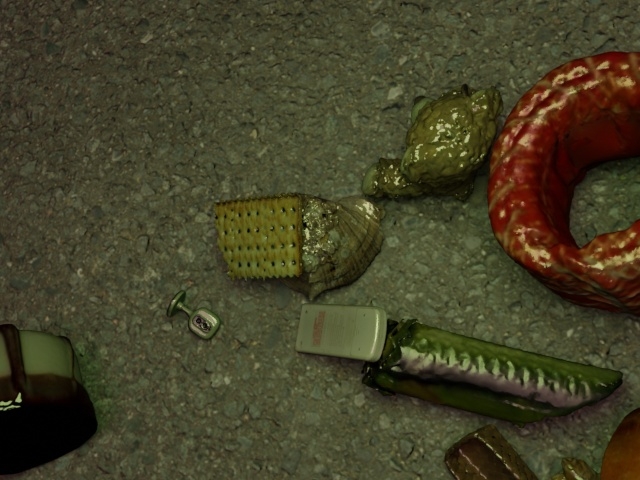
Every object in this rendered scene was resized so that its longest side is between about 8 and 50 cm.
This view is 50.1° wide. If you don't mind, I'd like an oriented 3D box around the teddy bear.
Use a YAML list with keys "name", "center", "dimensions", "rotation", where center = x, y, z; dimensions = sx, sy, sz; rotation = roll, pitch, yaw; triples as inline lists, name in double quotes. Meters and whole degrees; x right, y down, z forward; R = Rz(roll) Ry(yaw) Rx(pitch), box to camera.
- name: "teddy bear"
  center: [0.191, -0.148, 1.081]
  dimensions: [0.267, 0.256, 0.156]
  rotation: [-45, 78, -1]

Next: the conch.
- name: "conch"
  center: [0.000, 0.000, 1.162]
  dimensions: [0.245, 0.163, 0.178]
  rotation: [-16, 109, -9]

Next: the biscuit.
- name: "biscuit"
  center: [-0.105, -0.004, 1.123]
  dimensions: [0.203, 0.016, 0.144]
  rotation: [-5, 85, 39]

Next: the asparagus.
- name: "asparagus"
  center: [0.257, 0.213, 1.058]
  dimensions: [0.381, 0.108, 0.128]
  rotation: [12, 79, 13]

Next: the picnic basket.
- name: "picnic basket"
  center: [0.279, 0.372, 1.025]
  dimensions: [0.193, 0.055, 0.110]
  rotation: [52, 132, 18]

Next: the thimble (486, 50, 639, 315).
- name: "thimble"
  center: [0.428, -0.074, 0.984]
  dimensions: [0.350, 0.230, 0.350]
  rotation: [-14, 64, 32]

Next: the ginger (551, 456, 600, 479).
- name: "ginger"
  center: [0.453, 0.461, 0.979]
  dimensions: [0.166, 0.080, 0.333]
  rotation: [-25, 77, 11]

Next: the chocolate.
- name: "chocolate"
  center: [-0.524, 0.256, 1.144]
  dimensions: [0.283, 0.283, 0.186]
  rotation: [-27, 58, 4]

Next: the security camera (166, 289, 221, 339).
- name: "security camera"
  center: [-0.220, 0.134, 1.204]
  dimensions: [0.092, 0.058, 0.058]
  rotation: [30, 84, 8]

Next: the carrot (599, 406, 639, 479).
- name: "carrot"
  center: [0.519, 0.374, 0.935]
  dimensions: [0.258, 0.100, 0.307]
  rotation: [2, 73, -15]

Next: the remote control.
- name: "remote control"
  center: [0.031, 0.147, 1.107]
  dimensions: [0.190, 0.029, 0.088]
  rotation: [-5, 72, 49]
